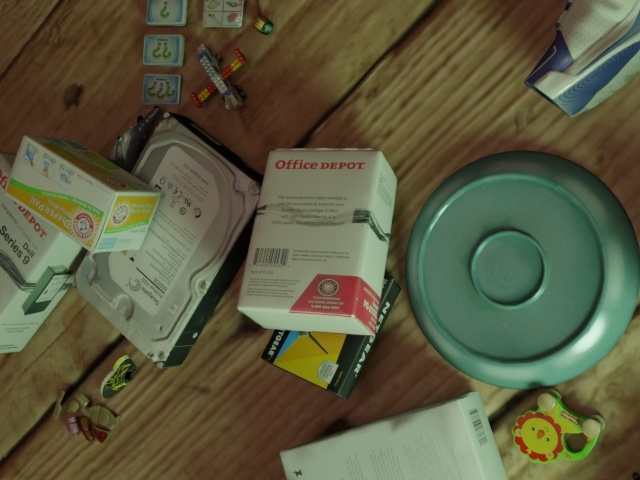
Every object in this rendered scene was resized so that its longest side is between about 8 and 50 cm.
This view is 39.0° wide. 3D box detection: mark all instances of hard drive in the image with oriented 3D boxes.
[{"bbox_3d":[-0.235,-0.001,1.429,0.237,0.064,0.339,39,106,24],"label":"hard drive"}]

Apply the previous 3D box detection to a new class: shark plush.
[{"bbox_3d":[-0.303,-0.147,1.492,0.067,0.073,0.161,30,87,1],"label":"shark plush"}]

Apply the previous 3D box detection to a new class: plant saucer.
[{"bbox_3d":[0.251,0.038,1.182,0.317,0.044,0.317,-1,87,27],"label":"plant saucer"}]

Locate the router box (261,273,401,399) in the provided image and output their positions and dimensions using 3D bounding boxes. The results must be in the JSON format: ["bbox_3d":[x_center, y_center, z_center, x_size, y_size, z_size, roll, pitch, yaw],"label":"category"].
[{"bbox_3d":[0.016,0.115,1.270,0.133,0.046,0.179,21,78,27],"label":"router box"}]

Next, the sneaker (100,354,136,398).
[{"bbox_3d":[-0.333,0.230,1.487,0.035,0.031,0.083,36,104,24],"label":"sneaker"}]

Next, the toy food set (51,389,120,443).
[{"bbox_3d":[-0.394,0.303,1.525,0.122,0.019,0.078,25,100,19],"label":"toy food set"}]

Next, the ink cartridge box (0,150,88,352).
[{"bbox_3d":[-0.533,0.021,1.550,0.211,0.121,0.289,46,108,21],"label":"ink cartridge box"}]

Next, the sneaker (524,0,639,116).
[{"bbox_3d":[0.353,-0.316,1.108,0.315,0.127,0.182,-47,65,11],"label":"sneaker"}]

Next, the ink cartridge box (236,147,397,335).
[{"bbox_3d":[0.000,0.000,1.239,0.172,0.100,0.237,2,69,23],"label":"ink cartridge box"}]

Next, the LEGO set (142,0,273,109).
[{"bbox_3d":[-0.191,-0.300,1.422,0.244,0.060,0.182,8,95,27],"label":"LEGO set"}]

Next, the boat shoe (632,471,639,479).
[{"bbox_3d":[0.393,0.319,1.080,0.076,0.080,0.228,31,109,24],"label":"boat shoe"}]

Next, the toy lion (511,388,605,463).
[{"bbox_3d":[0.299,0.247,1.156,0.100,0.034,0.096,29,108,25],"label":"toy lion"}]

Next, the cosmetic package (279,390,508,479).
[{"bbox_3d":[0.130,0.422,1.198,0.284,0.097,0.377,-22,78,24],"label":"cosmetic package"}]

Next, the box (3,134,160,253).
[{"bbox_3d":[-0.367,-0.073,1.394,0.203,0.114,0.103,30,105,22],"label":"box"}]
